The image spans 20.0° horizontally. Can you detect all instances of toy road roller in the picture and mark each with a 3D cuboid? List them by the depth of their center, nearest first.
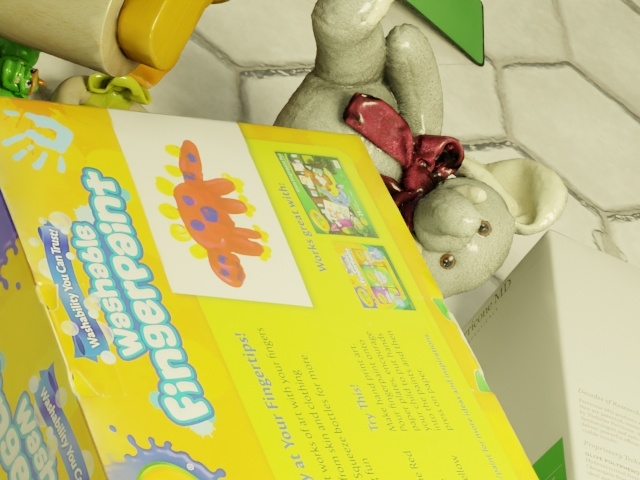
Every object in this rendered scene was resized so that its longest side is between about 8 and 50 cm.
[{"bbox_3d":[-0.164,-0.283,1.717,0.202,0.240,0.329,21,70,18],"label":"toy road roller"}]

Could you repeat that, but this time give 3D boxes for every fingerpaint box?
[{"bbox_3d":[-0.067,0.120,1.313,0.371,0.163,0.445,3,48,-39],"label":"fingerpaint box"}]

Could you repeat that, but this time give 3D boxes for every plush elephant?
[{"bbox_3d":[0.072,-0.042,1.678,0.255,0.272,0.330,34,-6,16],"label":"plush elephant"}]

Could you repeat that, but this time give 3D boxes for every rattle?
[{"bbox_3d":[-0.189,-0.114,1.733,0.130,0.143,0.200,57,25,-14],"label":"rattle"}]

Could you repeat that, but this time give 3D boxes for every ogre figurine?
[{"bbox_3d":[-0.324,-0.157,1.695,0.118,0.097,0.197,24,44,-28],"label":"ogre figurine"}]

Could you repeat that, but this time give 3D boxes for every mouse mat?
[{"bbox_3d":[0.142,-0.314,2.286,0.189,0.007,0.152,37,34,-25],"label":"mouse mat"}]

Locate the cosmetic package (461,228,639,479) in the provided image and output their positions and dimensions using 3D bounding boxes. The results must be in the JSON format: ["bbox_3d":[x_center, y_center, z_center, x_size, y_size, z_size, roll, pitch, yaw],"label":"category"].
[{"bbox_3d":[0.238,0.193,1.706,0.155,0.197,0.365,22,38,-19],"label":"cosmetic package"}]
